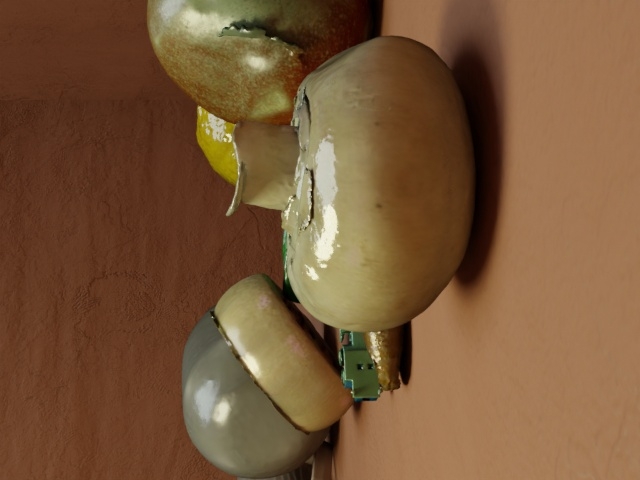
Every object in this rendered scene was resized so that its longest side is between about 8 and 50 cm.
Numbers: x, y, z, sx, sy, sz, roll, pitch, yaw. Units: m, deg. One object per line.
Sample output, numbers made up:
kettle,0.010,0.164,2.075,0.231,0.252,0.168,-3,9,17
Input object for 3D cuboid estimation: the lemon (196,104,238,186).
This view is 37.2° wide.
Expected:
lemon,-0.089,-0.210,1.689,0.322,0.268,0.268,-130,39,-85

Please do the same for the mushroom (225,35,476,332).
mushroom,0.023,-0.051,0.781,0.246,0.202,0.246,-172,90,-78

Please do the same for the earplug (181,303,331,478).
earplug,-0.126,0.295,1.894,0.394,0.312,0.313,-129,39,-80

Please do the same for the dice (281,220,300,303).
dice,-0.002,0.023,1.496,0.131,0.120,0.128,-99,8,-72

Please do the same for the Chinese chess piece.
Chinese chess piece,-0.057,0.179,1.507,0.270,0.112,0.270,51,180,0

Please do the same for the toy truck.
toy truck,0.053,0.109,1.189,0.081,0.067,0.175,105,163,-69

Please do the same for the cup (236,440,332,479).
cup,-0.076,0.555,1.941,0.273,0.208,0.288,-100,9,-67

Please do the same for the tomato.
tomato,-0.070,-0.304,1.266,0.239,0.303,0.304,118,151,-72

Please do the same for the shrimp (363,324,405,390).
shrimp,0.061,0.046,1.113,0.117,0.066,0.262,102,168,-67
